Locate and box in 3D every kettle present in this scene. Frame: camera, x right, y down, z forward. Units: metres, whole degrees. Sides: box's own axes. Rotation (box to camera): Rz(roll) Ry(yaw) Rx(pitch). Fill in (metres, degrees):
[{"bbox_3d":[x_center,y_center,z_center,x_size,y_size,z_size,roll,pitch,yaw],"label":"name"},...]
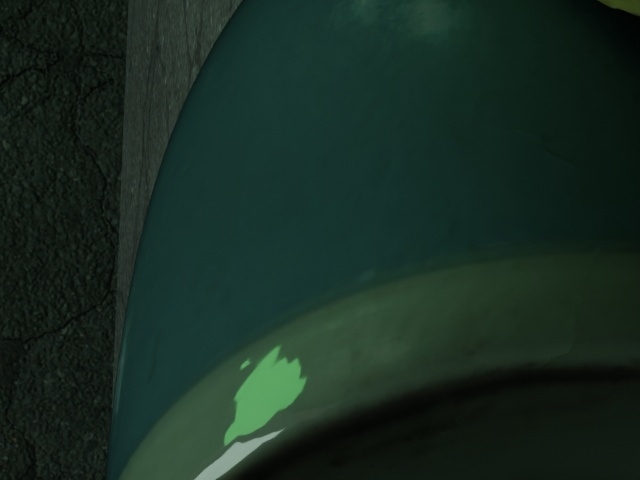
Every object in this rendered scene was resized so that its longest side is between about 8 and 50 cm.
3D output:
[{"bbox_3d":[0.063,0.031,0.597,0.342,0.247,0.319,-95,-13,-49],"label":"kettle"}]

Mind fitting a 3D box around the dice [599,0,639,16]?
[{"bbox_3d":[0.089,-0.172,0.424,0.166,0.169,0.169,-46,32,-4],"label":"dice"}]
